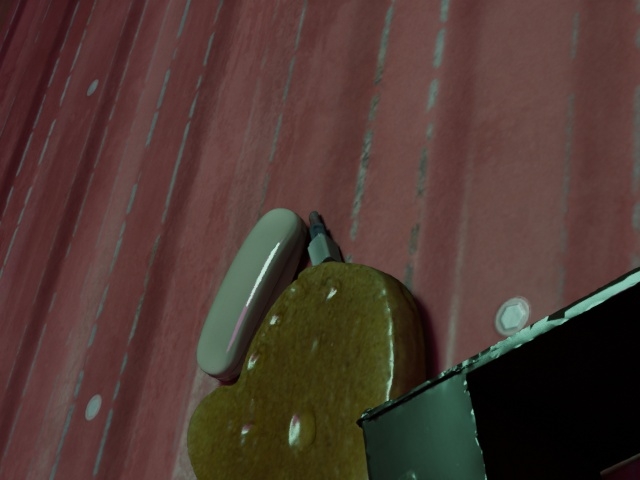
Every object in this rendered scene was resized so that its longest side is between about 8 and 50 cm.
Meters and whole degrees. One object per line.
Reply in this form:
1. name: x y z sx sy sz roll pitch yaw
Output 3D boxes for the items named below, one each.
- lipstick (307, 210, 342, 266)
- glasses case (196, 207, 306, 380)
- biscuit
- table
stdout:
1. lipstick: 0.000 0.000 1.055 0.025 0.025 0.107 -45 31 19
2. glasses case: -0.077 0.058 1.081 0.081 0.051 0.204 16 78 53
3. biscuit: -0.022 0.187 0.913 0.287 0.057 0.343 -17 52 43
4. table: 0.199 0.176 0.539 0.282 0.196 0.250 -35 40 27
